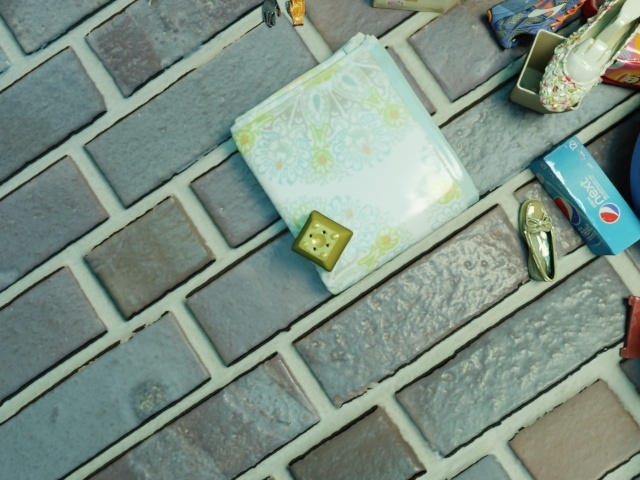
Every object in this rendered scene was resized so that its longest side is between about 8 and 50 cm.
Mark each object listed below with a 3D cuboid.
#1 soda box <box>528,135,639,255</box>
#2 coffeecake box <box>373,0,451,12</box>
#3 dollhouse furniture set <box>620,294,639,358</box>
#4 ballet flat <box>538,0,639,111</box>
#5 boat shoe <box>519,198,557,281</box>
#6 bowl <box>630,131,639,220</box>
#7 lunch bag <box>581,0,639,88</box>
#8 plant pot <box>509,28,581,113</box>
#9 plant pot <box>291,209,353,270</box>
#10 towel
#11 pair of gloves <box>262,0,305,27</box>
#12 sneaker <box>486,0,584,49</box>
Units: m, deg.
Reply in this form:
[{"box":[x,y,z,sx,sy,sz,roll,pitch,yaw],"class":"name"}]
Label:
[{"box":[0.475,-0.077,0.807,0.071,0.067,0.210,-35,87,1],"class":"soda box"},{"box":[0.178,-0.533,0.834,0.142,0.068,0.186,5,88,1],"class":"coffeecake box"},{"box":[0.616,0.296,0.730,0.152,0.201,0.375,4,94,2],"class":"dollhouse furniture set"},{"box":[0.440,-0.315,0.711,0.091,0.077,0.241,37,92,4],"class":"ballet flat"},{"box":[0.399,-0.001,0.815,0.056,0.048,0.153,-4,88,2],"class":"boat shoe"},{"box":[0.708,-0.134,0.743,0.390,0.077,0.392,-1,106,-4],"class":"bowl"},{"box":[0.584,-0.423,0.790,0.258,0.120,0.293,10,89,3],"class":"lunch bag"},{"box":[0.401,-0.285,0.803,0.108,0.096,0.109,22,88,3],"class":"plant pot"},{"box":[0.000,0.000,0.732,0.081,0.083,0.081,30,91,4],"class":"plant pot"},{"box":[0.055,-0.142,0.816,0.320,0.090,0.375,-33,87,3],"class":"towel"},{"box":[-0.071,-0.449,0.868,0.083,0.010,0.074,-1,88,3],"class":"pair of gloves"},{"box":[0.404,-0.399,0.776,0.083,0.221,0.087,-28,106,-35],"class":"sneaker"}]
